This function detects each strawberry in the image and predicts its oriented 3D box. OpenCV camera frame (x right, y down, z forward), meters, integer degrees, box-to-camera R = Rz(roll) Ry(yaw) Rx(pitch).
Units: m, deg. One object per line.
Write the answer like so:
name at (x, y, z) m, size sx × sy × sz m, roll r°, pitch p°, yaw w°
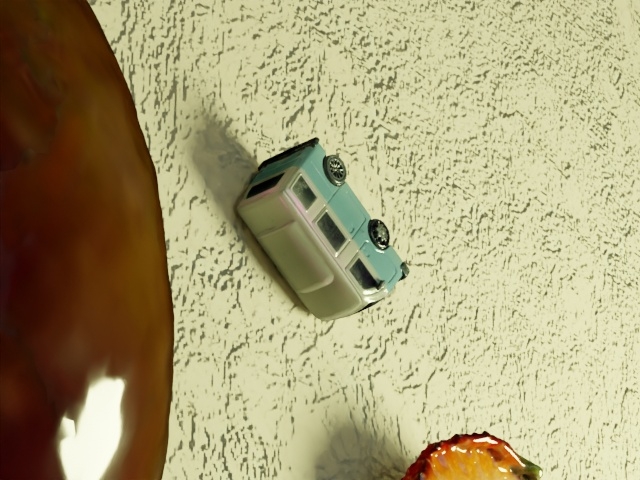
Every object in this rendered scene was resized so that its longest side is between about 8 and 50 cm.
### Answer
strawberry at (0.094, 0.214, 1.372) m, size 0.187 × 0.082 × 0.147 m, roll -7°, pitch 72°, yaw -49°

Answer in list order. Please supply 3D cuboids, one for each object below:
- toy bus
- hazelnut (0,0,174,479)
toy bus at (0.000, 0.000, 1.377) m, size 0.123 × 0.060 × 0.075 m, roll 54°, pitch 40°, yaw -16°
hazelnut at (-0.243, 0.060, 0.721) m, size 0.402 × 0.402 × 0.429 m, roll -39°, pitch 133°, yaw -55°
